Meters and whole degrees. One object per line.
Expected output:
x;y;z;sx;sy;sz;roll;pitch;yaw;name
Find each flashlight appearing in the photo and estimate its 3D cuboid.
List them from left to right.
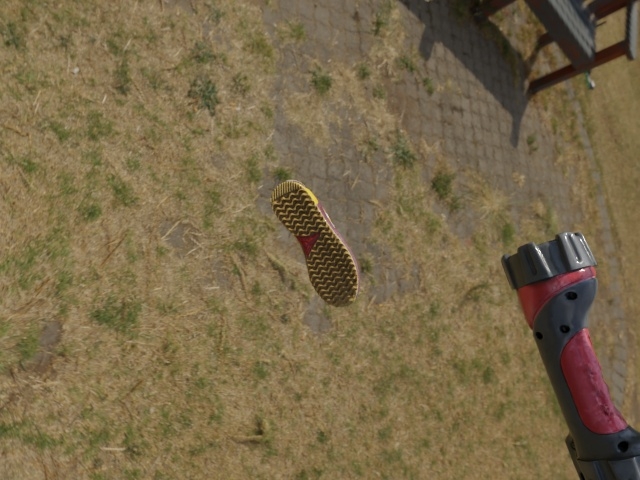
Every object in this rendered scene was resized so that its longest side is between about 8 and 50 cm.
0.313;0.145;0.551;0.103;0.103;0.304;45;28;-71;flashlight

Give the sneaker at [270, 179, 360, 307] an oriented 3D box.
0.000;0.000;0.643;0.186;0.069;0.084;63;9;-7;sneaker
